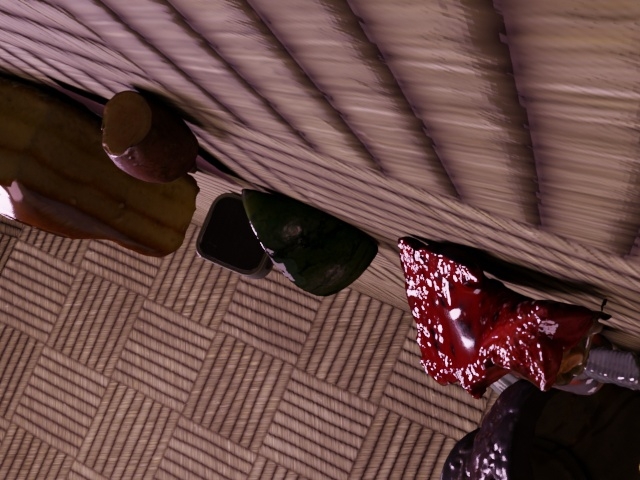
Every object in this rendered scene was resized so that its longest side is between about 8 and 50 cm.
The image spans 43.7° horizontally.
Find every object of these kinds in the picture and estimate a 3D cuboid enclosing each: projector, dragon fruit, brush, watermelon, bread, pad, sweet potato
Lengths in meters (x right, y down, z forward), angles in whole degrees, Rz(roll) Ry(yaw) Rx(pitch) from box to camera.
[{"bbox_3d":[-0.091,-0.003,0.940,0.083,0.083,0.082,22,176,5],"label":"projector"},{"bbox_3d":[0.135,0.043,0.571,0.092,0.122,0.192,-17,-177,-15],"label":"dragon fruit"},{"bbox_3d":[0.210,0.099,0.761,0.051,0.070,0.323,22,174,-12],"label":"brush"},{"bbox_3d":[0.009,-0.002,0.771,0.181,0.075,0.092,30,-144,-53],"label":"watermelon"},{"bbox_3d":[-0.248,-0.067,0.769,0.184,0.110,0.234,22,177,31],"label":"bread"},{"bbox_3d":[-0.137,-0.085,0.662,0.113,0.006,0.188,23,177,15],"label":"pad"},{"bbox_3d":[-0.102,-0.058,0.512,0.049,0.049,0.117,22,176,15],"label":"sweet potato"}]

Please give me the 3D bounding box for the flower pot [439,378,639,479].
[{"bbox_3d":[0.267,0.277,0.892,0.267,0.266,0.267,23,154,-6],"label":"flower pot"}]

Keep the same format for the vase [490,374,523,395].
[{"bbox_3d":[0.302,0.188,1.063,0.248,0.128,0.128,31,176,2],"label":"vase"}]
